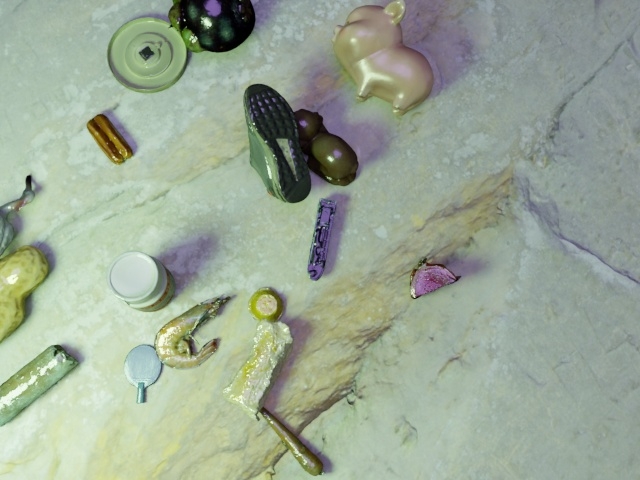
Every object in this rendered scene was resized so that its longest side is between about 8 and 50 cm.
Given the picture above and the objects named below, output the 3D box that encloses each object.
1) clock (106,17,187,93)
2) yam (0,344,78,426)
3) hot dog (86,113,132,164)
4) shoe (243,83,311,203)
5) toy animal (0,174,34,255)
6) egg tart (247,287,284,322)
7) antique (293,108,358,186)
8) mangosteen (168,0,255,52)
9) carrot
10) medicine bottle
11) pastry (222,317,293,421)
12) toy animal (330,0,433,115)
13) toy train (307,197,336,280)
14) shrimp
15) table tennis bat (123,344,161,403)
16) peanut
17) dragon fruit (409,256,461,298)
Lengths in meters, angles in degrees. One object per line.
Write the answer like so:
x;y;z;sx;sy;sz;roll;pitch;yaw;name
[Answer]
-0.510;-0.547;1.872;0.235;0.029;0.235;1;79;-3;clock
-0.760;0.373;1.651;0.259;0.093;0.093;-40;83;-10;yam
-0.603;-0.290;1.809;0.071;0.045;0.165;-38;83;-7;hot dog
-0.143;-0.263;1.764;0.132;0.171;0.337;-26;104;-28;shoe
-0.871;-0.032;1.696;0.324;0.090;0.195;-47;54;-10;toy animal
-0.148;0.179;1.746;0.105;0.039;0.105;1;78;-5;egg tart
0.000;-0.271;1.791;0.121;0.143;0.257;-39;81;-8;antique
-0.313;-0.644;1.816;0.242;0.243;0.243;1;79;-3;mangosteen
-0.084;0.524;1.681;0.049;0.049;0.254;-43;80;-10;carrot
-0.460;0.107;1.635;0.144;0.252;0.145;0;77;-2;medicine bottle
-0.162;0.334;1.689;0.121;0.089;0.258;24;78;5;pastry
0.181;-0.522;1.820;0.326;0.237;0.269;25;88;-3;toy animal
0.000;0.000;1.782;0.052;0.051;0.234;10;82;-1;toy train
-0.332;0.247;1.723;0.251;0.052;0.143;-39;95;-3;shrimp
-0.478;0.358;1.704;0.100;0.019;0.155;0;77;-4;table tennis bat
-0.835;0.149;1.673;0.147;0.147;0.306;21;74;1;peanut
0.302;0.095;1.760;0.147;0.102;0.096;-21;79;-2;dragon fruit
